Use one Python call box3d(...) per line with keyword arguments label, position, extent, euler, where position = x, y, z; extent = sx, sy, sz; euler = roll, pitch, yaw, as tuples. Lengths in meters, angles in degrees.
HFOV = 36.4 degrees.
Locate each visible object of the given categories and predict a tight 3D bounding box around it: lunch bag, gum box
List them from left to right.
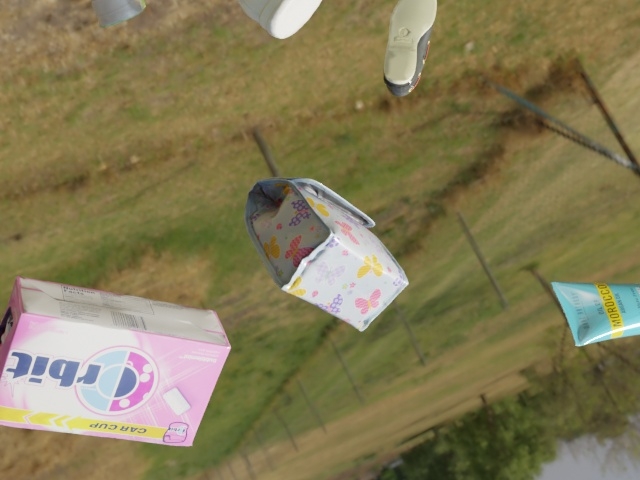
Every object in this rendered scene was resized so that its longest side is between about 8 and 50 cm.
box3d(label="gum box", position=(-0.184, 0.104, 0.819), extent=(0.188, 0.062, 0.107), euler=(13, 112, -26))
box3d(label="lunch bag", position=(0.000, 0.000, 0.548), extent=(0.071, 0.083, 0.053), euler=(32, 105, -38))

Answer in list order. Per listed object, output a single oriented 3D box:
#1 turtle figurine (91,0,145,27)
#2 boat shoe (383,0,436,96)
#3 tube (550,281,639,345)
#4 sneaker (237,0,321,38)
box3d(label="turtle figurine", position=(-0.208, -0.355, 0.923), extent=(0.197, 0.266, 0.274), euler=(-37, -155, -30))
box3d(label="boat shoe", position=(0.100, -0.228, 1.111), extent=(0.048, 0.133, 0.042), euler=(13, 161, 10))
box3d(label="tube", position=(0.365, 0.079, 1.130), extent=(0.207, 0.080, 0.052), euler=(-2, 144, -23))
box3d(label="sneaker", position=(-0.007, -0.317, 1.049), extent=(0.212, 0.094, 0.080), euler=(-44, 160, -15))
